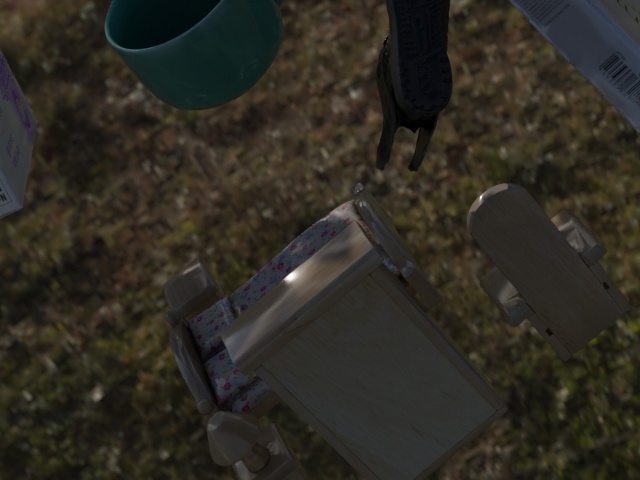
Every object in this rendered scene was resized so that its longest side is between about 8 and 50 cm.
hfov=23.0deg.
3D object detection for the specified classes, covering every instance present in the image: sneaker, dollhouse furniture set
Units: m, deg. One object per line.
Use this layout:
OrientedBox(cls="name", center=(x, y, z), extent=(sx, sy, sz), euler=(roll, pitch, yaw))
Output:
OrientedBox(cls="sneaker", center=(0.063, -0.136, 1.093), extent=(0.051, 0.089, 0.170), euler=(1, 85, -9))
OrientedBox(cls="dollhouse furniture set", center=(0.000, 0.000, 1.155), extent=(0.303, 0.174, 0.355), euler=(-39, 34, 5))

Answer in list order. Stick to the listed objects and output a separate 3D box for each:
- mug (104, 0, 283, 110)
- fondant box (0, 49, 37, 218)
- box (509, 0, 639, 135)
OrientedBox(cls="mug", center=(-0.084, -0.175, 1.284), extent=(0.158, 0.097, 0.129), euler=(-22, 43, 17))
OrientedBox(cls="fondant box", center=(-0.367, -0.191, 1.386), extent=(0.096, 0.330, 0.238), euler=(-22, 24, 3))
OrientedBox(cls="box", center=(0.237, -0.235, 1.448), extent=(0.058, 0.232, 0.322), euler=(-43, 11, 21))
